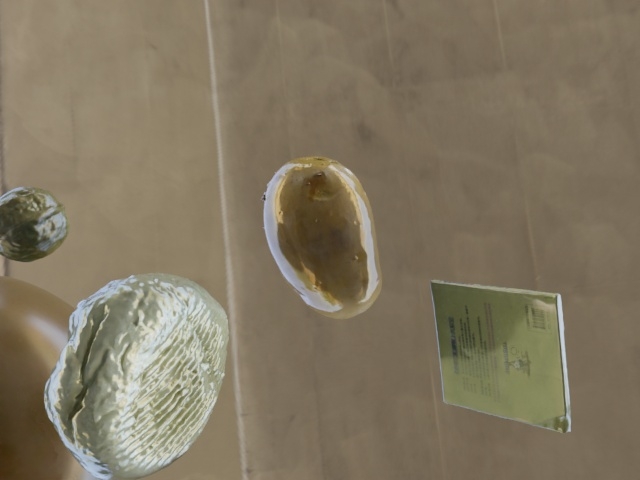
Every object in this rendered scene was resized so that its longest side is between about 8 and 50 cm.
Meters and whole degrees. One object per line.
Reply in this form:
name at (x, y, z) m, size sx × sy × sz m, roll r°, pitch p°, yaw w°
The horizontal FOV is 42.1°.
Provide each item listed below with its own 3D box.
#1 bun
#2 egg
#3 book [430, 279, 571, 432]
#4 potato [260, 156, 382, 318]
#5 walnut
bun at (-0.196, 0.131, 0.848) m, size 0.134 × 0.220 × 0.221 m, roll 17°, pitch -95°, yaw 27°
egg at (-0.404, 0.218, 1.083) m, size 0.301 × 0.301 × 0.374 m, roll -31°, pitch -98°, yaw 3°
book at (0.214, 0.136, 1.008) m, size 0.192 × 0.013 × 0.168 m, roll 5°, pitch -73°, yaw 50°
potato at (0.000, 0.000, 1.136) m, size 0.146 × 0.150 × 0.234 m, roll -14°, pitch -75°, yaw -5°
walnut at (-0.333, -0.019, 0.947) m, size 0.092 × 0.092 × 0.092 m, roll -1°, pitch -98°, yaw 8°
